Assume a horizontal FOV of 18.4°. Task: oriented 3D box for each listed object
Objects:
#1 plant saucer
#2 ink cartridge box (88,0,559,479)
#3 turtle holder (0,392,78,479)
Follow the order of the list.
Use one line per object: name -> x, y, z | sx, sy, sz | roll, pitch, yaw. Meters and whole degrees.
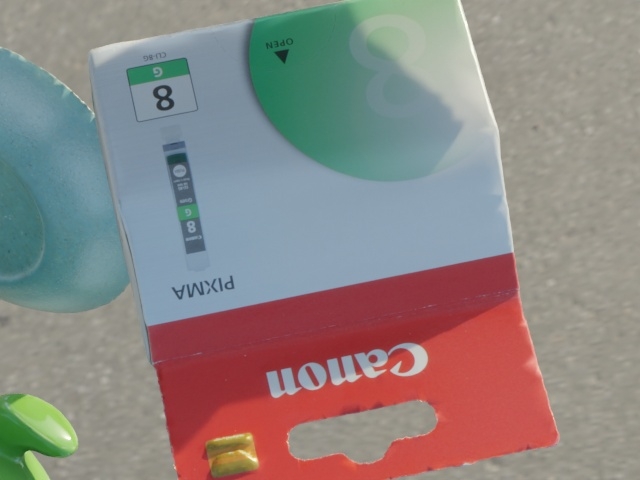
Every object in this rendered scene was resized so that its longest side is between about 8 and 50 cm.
plant saucer -> -0.198, -0.027, 1.187 | 0.195, 0.195, 0.037 | 49, 43, -8
ink cartridge box -> 0.000, 0.000, 0.909 | 0.181, 0.056, 0.225 | -11, 65, -6
turtle holder -> -0.293, 0.192, 1.184 | 0.243, 0.227, 0.320 | -16, 60, -43
